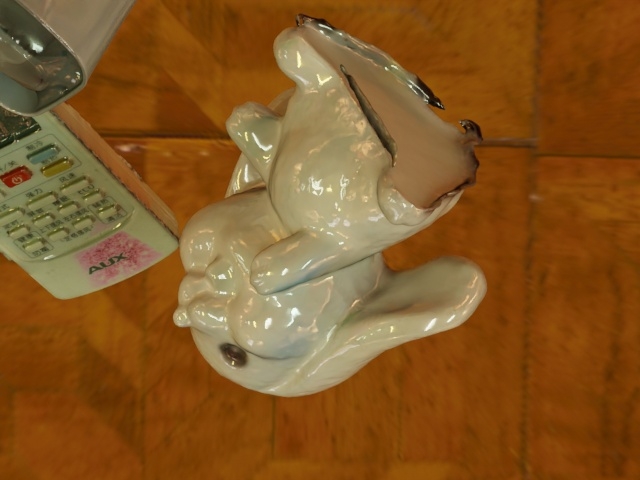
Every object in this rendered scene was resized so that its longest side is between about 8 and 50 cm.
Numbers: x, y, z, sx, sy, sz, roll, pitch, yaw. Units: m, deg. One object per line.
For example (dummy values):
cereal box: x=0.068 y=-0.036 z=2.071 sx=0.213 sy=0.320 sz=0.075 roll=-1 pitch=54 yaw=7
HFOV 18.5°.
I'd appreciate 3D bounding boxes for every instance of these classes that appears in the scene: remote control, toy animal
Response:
remote control: x=-0.260 y=-0.059 z=1.761 sx=0.145 sy=0.344 sz=0.050 roll=-25 pitch=53 yaw=13
toy animal: x=0.003 y=-0.019 z=1.527 sx=0.289 sy=0.174 sz=0.249 roll=-28 pitch=62 yaw=38

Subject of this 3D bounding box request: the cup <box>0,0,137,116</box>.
cup: x=-0.169 y=-0.145 z=1.168 sx=0.095 sy=0.128 sz=0.129 roll=43 pitch=54 yaw=-18
